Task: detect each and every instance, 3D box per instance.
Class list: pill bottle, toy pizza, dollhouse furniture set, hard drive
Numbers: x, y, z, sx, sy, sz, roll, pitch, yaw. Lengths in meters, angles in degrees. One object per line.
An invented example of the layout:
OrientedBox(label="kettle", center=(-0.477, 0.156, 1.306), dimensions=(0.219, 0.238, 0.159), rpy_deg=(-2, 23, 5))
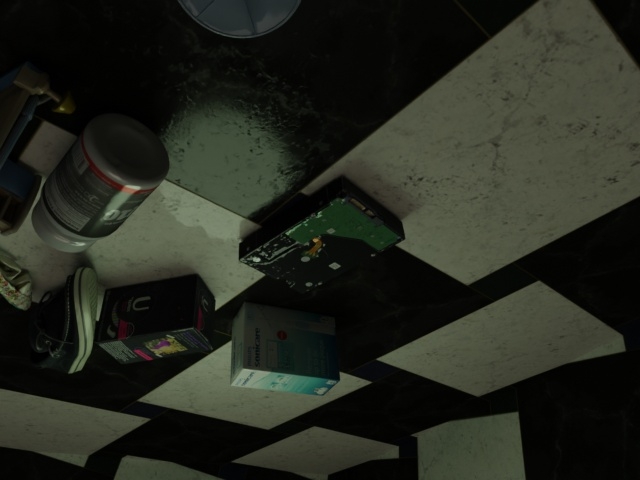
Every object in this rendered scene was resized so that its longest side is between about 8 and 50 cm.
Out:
OrientedBox(label="pill bottle", center=(-0.433, -0.100, 1.055), dimensions=(0.161, 0.161, 0.283), rpy_deg=(27, 133, -35))
OrientedBox(label="toy pizza", center=(-0.122, -0.395, 0.806), dimensions=(0.201, 0.032, 0.201), rpy_deg=(-4, 142, -3))
OrientedBox(label="dollhouse furniture set", center=(-0.541, -0.102, 0.937), dimensions=(0.303, 0.286, 0.198), rpy_deg=(-13, 144, 30))
OrientedBox(label="hard drive", center=(0.000, 0.000, 1.316), dimensions=(0.339, 0.064, 0.237), rpy_deg=(-31, 136, 31))

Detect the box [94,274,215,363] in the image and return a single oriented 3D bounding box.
OrientedBox(label="box", center=(-0.436, 0.214, 1.466), dimensions=(0.271, 0.165, 0.143), rpy_deg=(-10, 143, 6))

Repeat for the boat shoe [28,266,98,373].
OrientedBox(label="boat shoe", center=(-0.686, 0.227, 1.448), dimensions=(0.156, 0.186, 0.500), rpy_deg=(9, 146, -27))

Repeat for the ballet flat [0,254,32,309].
OrientedBox(label="ballet flat", center=(-0.768, 0.096, 1.350), dimensions=(0.077, 0.091, 0.241), rpy_deg=(-26, 147, -8))

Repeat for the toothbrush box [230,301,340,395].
OrientedBox(label="toothbrush box", center=(-0.106, 0.320, 1.604), dimensions=(0.296, 0.216, 0.126), rpy_deg=(13, 139, -20))
